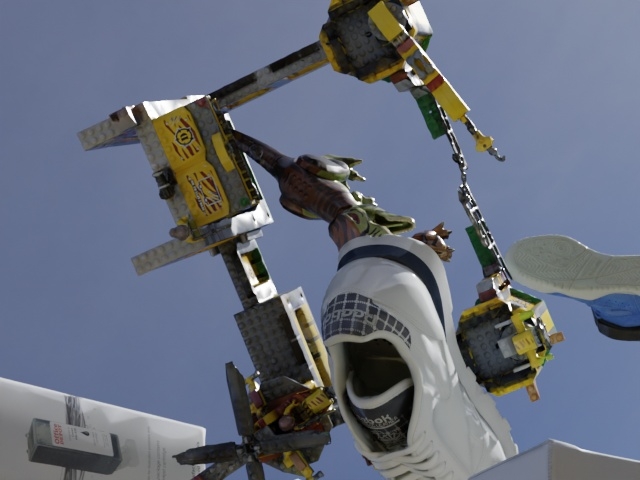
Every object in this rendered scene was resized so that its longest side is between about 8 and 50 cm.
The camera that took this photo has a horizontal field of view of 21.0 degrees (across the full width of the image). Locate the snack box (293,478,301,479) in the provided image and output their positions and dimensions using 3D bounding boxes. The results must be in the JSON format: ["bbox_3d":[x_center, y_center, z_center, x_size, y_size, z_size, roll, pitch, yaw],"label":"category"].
[{"bbox_3d":[-0.061,0.351,1.836,0.322,0.187,0.060,-13,-64,-49],"label":"snack box"}]

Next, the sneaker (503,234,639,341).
[{"bbox_3d":[0.222,0.044,1.412,0.152,0.058,0.085,5,-36,0],"label":"sneaker"}]

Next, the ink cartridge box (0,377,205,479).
[{"bbox_3d":[-0.220,0.190,1.351,0.217,0.092,0.158,19,-38,-30],"label":"ink cartridge box"}]

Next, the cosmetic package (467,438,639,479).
[{"bbox_3d":[0.210,0.311,0.857,0.284,0.377,0.097,15,-26,-23],"label":"cosmetic package"}]

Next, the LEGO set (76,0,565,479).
[{"bbox_3d":[0.000,0.000,1.078,0.254,0.331,0.192,-15,2,15],"label":"LEGO set"}]

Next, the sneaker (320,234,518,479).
[{"bbox_3d":[0.055,0.113,1.038,0.090,0.095,0.235,-13,-59,22],"label":"sneaker"}]
